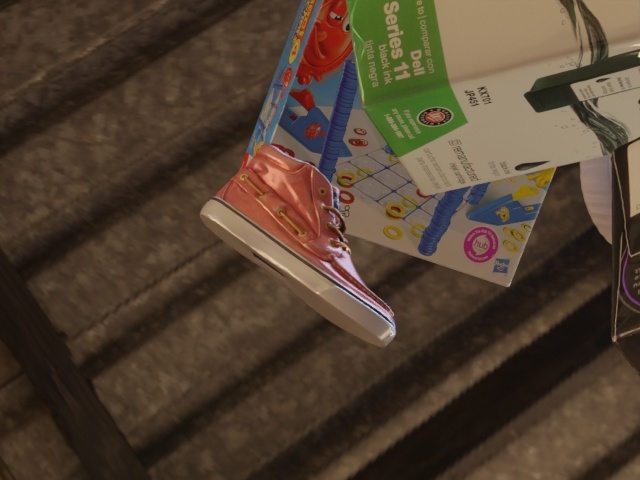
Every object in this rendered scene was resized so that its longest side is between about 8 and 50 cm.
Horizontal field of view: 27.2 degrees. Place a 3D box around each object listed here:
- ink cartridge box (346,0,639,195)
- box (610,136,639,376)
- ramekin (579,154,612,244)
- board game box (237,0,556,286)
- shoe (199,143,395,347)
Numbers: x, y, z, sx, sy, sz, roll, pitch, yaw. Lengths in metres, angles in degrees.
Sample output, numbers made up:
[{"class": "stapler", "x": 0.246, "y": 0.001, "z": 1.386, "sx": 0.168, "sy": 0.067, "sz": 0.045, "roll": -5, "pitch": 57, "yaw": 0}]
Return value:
[{"class": "ink cartridge box", "x": 0.135, "y": -0.108, "z": 0.746, "sx": 0.208, "sy": 0.153, "sz": 0.087, "roll": -13, "pitch": -111, "yaw": 14}, {"class": "box", "x": 0.270, "y": 0.055, "z": 0.605, "sx": 0.165, "sy": 0.143, "sz": 0.270, "roll": -27, "pitch": -62, "yaw": 30}, {"class": "ramekin", "x": 0.441, "y": -0.086, "z": 1.615, "sx": 0.272, "sy": 0.127, "sz": 0.273, "roll": 0, "pitch": -89, "yaw": -23}, {"class": "board game box", "x": 0.107, "y": -0.142, "z": 1.382, "sx": 0.308, "sy": 0.086, "sz": 0.302, "roll": 18, "pitch": -81, "yaw": -17}, {"class": "shoe", "x": 0.000, "y": 0.000, "z": 0.988, "sx": 0.178, "sy": 0.063, "sz": 0.081, "roll": 35, "pitch": -103, "yaw": 18}]
